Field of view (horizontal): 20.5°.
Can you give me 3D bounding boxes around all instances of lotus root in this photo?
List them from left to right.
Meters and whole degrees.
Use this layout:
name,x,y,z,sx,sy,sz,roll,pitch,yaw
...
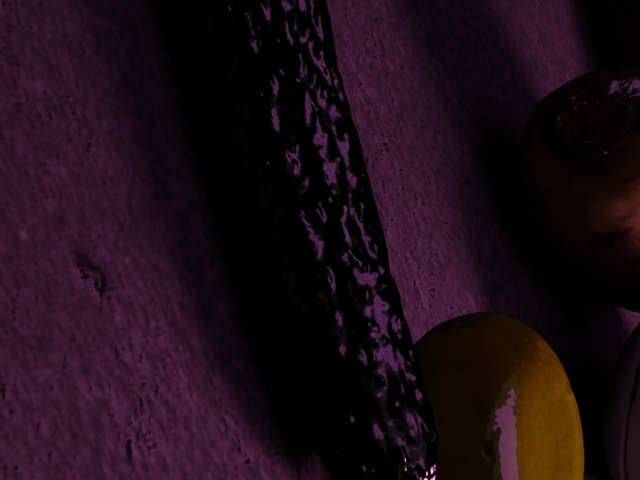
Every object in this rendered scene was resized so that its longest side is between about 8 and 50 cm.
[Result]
name,x,y,z,sx,sy,sz,roll,pitch,yaw
lotus root,0.238,-0.016,1.250,0.278,0.154,0.154,37,40,-48

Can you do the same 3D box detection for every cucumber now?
name,x,y,z,sx,sy,sz,roll,pitch,yaw
cucumber,-0.001,0.000,0.826,0.072,0.072,0.300,1,71,-65

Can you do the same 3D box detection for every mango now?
name,x,y,z,sx,sy,sz,roll,pitch,yaw
mango,0.086,0.113,0.902,0.117,0.089,0.163,43,36,-45

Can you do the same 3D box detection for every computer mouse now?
name,x,y,z,sx,sy,sz,roll,pitch,yaw
computer mouse,0.254,0.131,1.234,0.288,0.097,0.159,39,60,-66

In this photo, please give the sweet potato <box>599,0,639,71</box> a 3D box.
name,x,y,z,sx,sy,sz,roll,pitch,yaw
sweet potato,0.310,-0.154,1.554,0.130,0.130,0.423,40,46,-49
